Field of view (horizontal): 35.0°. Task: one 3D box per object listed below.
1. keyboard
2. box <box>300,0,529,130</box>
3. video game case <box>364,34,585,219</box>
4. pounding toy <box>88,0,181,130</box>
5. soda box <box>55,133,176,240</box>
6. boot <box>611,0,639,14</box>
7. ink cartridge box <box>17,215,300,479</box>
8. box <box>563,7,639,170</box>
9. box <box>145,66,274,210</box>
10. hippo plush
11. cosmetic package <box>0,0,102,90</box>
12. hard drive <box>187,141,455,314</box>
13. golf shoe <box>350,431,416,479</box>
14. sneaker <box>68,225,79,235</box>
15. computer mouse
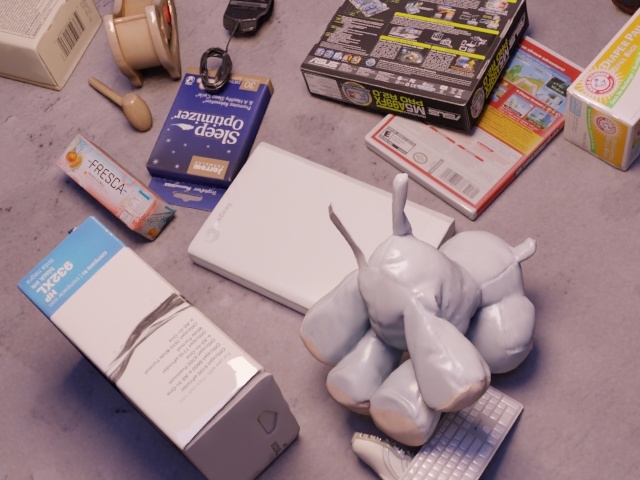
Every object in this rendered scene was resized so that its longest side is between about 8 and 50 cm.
[{"bbox_3d":[0.152,0.249,1.161,0.072,0.014,0.256,26,42,20],"label":"keyboard"},{"bbox_3d":[0.137,-0.283,1.482,0.270,0.060,0.216,17,62,26],"label":"box"},{"bbox_3d":[0.232,-0.182,1.450,0.204,0.025,0.285,38,73,26],"label":"video game case"},{"bbox_3d":[-0.303,-0.312,1.544,0.155,0.154,0.269,-11,59,4],"label":"pounding toy"},{"bbox_3d":[-0.294,-0.077,1.456,0.183,0.063,0.058,38,90,26],"label":"soda box"},{"bbox_3d":[0.541,-0.385,1.496,0.219,0.082,0.106,0,39,15],"label":"boot"},{"bbox_3d":[-0.189,0.145,1.224,0.307,0.223,0.129,38,74,26],"label":"ink cartridge box"},{"bbox_3d":[0.432,-0.214,1.381,0.103,0.114,0.203,35,73,26],"label":"box"},{"bbox_3d":[-0.168,-0.152,1.499,0.136,0.036,0.225,10,64,15],"label":"box"},{"bbox_3d":[0.128,0.078,1.221,0.234,0.236,0.294,-21,86,43],"label":"hippo plush"},{"bbox_3d":[-0.532,-0.364,1.640,0.309,0.113,0.160,16,65,19],"label":"cosmetic package"},{"bbox_3d":[0.000,0.000,1.380,0.307,0.040,0.203,24,67,21],"label":"hard drive"},{"bbox_3d":[0.096,0.292,1.183,0.176,0.069,0.086,30,76,25],"label":"golf shoe"},{"bbox_3d":[-0.340,0.039,1.413,0.059,0.053,0.144,3,53,11],"label":"sneaker"},{"bbox_3d":[-0.128,-0.314,1.568,0.071,0.041,0.242,12,57,15],"label":"computer mouse"}]
